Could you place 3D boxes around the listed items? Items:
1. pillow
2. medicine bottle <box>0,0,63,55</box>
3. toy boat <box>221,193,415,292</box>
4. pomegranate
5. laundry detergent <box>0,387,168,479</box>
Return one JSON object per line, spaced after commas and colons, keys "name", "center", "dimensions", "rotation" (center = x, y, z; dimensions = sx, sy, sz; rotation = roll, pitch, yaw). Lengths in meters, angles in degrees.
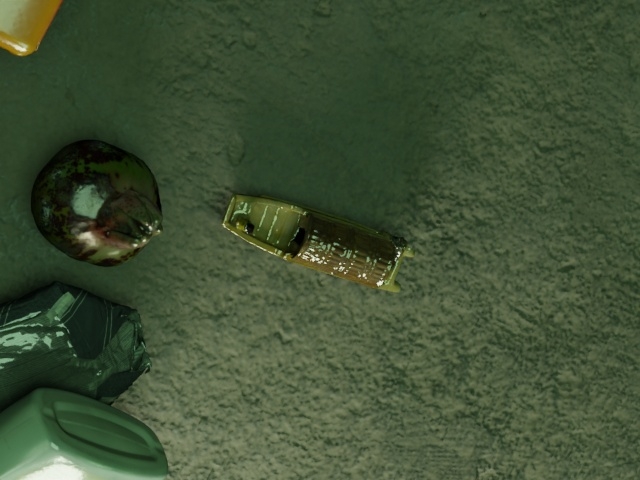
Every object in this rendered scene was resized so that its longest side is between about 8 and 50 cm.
{"name": "pillow", "center": [-0.340, 0.145, 1.379], "dimensions": [0.335, 0.092, 0.161], "rotation": [-23, 125, -13]}
{"name": "medicine bottle", "center": [-0.280, -0.297, 1.282], "dimensions": [0.112, 0.149, 0.222], "rotation": [28, 91, -20]}
{"name": "toy boat", "center": [0.000, 0.000, 1.458], "dimensions": [0.226, 0.088, 0.068], "rotation": [19, 95, -20]}
{"name": "pomegranate", "center": [-0.223, -0.026, 1.352], "dimensions": [0.125, 0.163, 0.138], "rotation": [-39, 132, 10]}
{"name": "laundry detergent", "center": [-0.315, 0.283, 1.384], "dimensions": [0.280, 0.105, 0.215], "rotation": [-43, 142, 16]}
